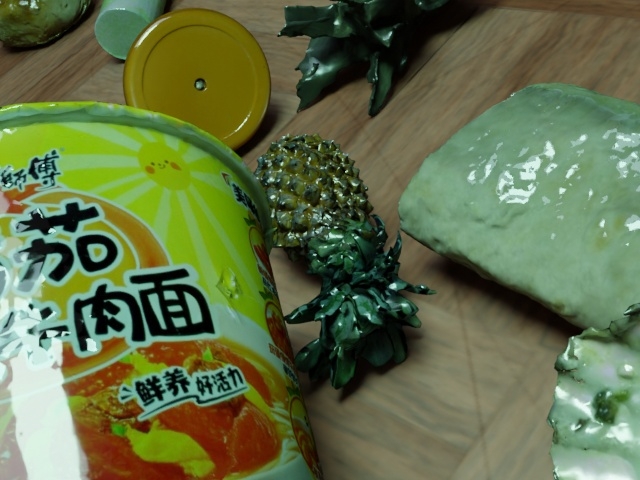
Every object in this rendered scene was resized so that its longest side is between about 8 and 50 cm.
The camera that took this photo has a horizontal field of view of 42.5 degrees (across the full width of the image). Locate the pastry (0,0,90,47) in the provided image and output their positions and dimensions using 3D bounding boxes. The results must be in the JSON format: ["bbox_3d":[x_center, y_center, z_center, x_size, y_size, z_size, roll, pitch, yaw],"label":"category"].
[{"bbox_3d":[-0.381,-0.321,1.106,0.153,0.081,0.153,-19,46,21],"label":"pastry"}]

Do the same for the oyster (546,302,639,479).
[{"bbox_3d":[0.188,0.112,0.366,0.209,0.072,0.132,22,95,56],"label":"oyster"}]

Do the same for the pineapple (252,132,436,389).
[{"bbox_3d":[0.000,0.000,0.573,0.103,0.083,0.221,-34,40,8],"label":"pineapple"}]

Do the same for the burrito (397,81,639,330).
[{"bbox_3d":[0.193,-0.004,0.463,0.143,0.105,0.299,-45,46,-15],"label":"burrito"}]

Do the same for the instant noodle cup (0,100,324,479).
[{"bbox_3d":[-0.117,0.090,0.411,0.264,0.264,0.200,-25,54,0],"label":"instant noodle cup"}]

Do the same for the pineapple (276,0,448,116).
[{"bbox_3d":[0.089,-0.276,0.785,0.166,0.165,0.364,6,58,31],"label":"pineapple"}]

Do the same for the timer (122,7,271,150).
[{"bbox_3d":[-0.131,-0.147,0.786,0.132,0.132,0.152,-36,19,-12],"label":"timer"}]

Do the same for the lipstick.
[{"bbox_3d":[-0.226,-0.339,1.052,0.076,0.076,0.304,-15,43,12],"label":"lipstick"}]
